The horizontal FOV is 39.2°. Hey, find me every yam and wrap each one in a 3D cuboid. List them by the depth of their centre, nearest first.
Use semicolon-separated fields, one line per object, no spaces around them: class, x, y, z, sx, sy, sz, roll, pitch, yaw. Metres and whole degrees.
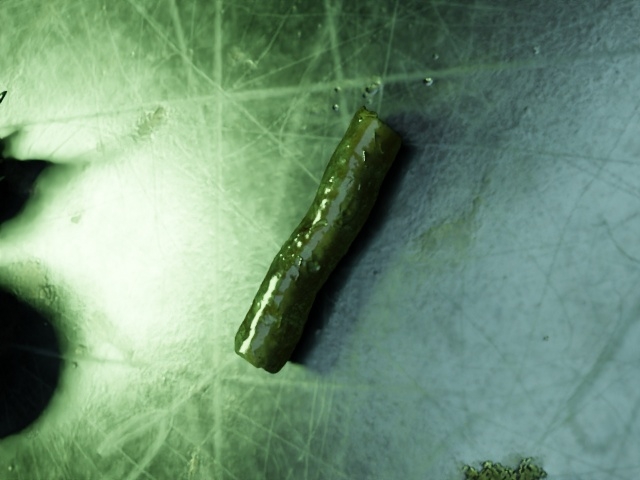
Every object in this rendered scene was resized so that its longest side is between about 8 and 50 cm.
yam;0.000;0.000;0.816;0.061;0.061;0.252;31;96;23

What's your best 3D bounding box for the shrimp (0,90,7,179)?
shrimp;-0.452;-0.087;0.980;0.372;0.137;0.172;-27;70;19
